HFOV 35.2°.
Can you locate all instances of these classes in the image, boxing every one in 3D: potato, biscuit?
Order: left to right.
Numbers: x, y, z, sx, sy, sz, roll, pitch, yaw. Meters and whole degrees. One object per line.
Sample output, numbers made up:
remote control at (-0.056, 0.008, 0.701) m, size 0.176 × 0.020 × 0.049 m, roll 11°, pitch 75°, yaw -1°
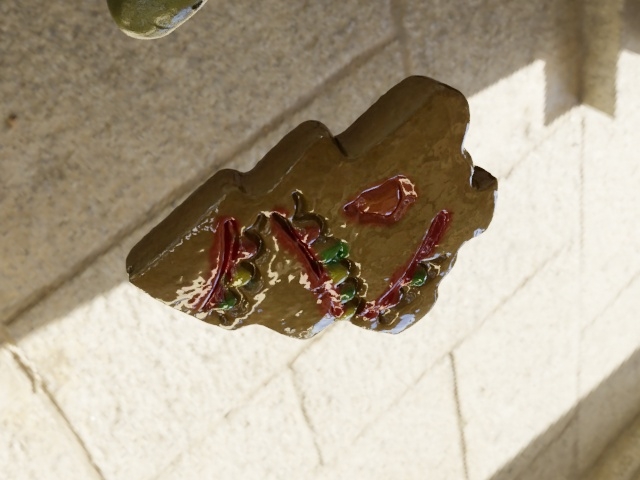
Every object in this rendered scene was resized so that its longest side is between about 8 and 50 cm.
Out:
potato at (-0.242, -0.434, 1.603) m, size 0.228 × 0.197 × 0.148 m, roll -32°, pitch 149°, yaw 16°
biscuit at (0.000, 0.000, 0.624) m, size 0.238 × 0.041 × 0.212 m, roll -13°, pitch 139°, yaw -15°
